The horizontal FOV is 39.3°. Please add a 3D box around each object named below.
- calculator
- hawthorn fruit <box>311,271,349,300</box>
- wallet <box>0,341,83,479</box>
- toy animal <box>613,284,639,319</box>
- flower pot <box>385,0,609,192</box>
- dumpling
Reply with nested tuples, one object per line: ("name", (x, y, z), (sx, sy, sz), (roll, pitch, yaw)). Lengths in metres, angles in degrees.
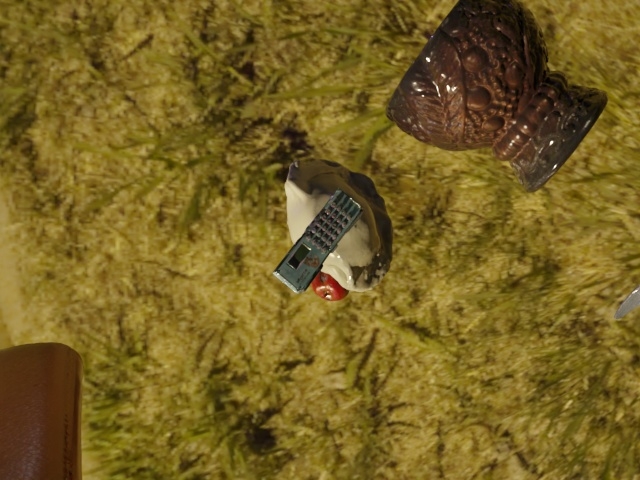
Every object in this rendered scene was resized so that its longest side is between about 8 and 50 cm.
("calculator", (0.000, 0.000, 1.329), (0.057, 0.018, 0.172), (40, 69, -4))
("hawthorn fruit", (0.022, 0.081, 1.803), (0.093, 0.093, 0.093), (0, 91, 33))
("wallet", (-0.194, 0.113, 0.463), (0.204, 0.142, 0.045), (-137, 39, -70))
("toy animal", (0.633, 0.126, 1.489), (0.239, 0.255, 0.176), (28, 63, 11))
("flower pot", (0.278, -0.223, 1.383), (0.267, 0.266, 0.266), (37, 111, 4))
("dumpling", (0.041, -0.035, 1.563), (0.147, 0.193, 0.258), (-30, 86, 52))
